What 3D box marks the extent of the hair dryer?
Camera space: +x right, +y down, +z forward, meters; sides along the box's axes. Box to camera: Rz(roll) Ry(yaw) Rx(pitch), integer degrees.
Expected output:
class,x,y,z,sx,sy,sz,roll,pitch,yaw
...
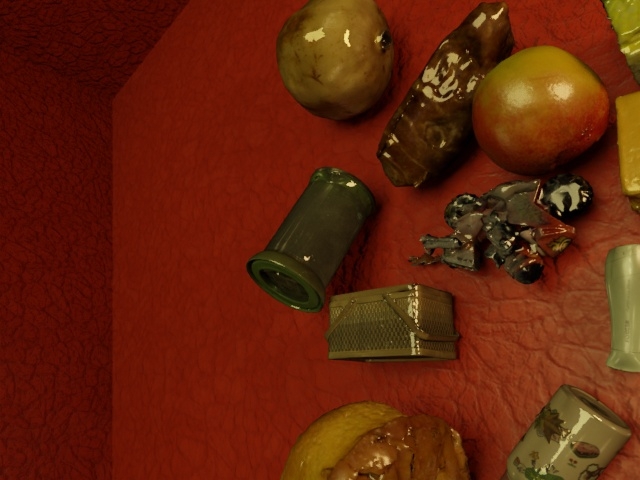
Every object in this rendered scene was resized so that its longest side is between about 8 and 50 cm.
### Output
class,x,y,z,sx,sy,sz,roll,pitch,yaw
hair dryer,0.573,0.108,0.760,0.237,0.075,0.206,-2,82,36

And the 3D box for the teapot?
class,x,y,z,sx,sy,sz,roll,pitch,yaw
teapot,0.000,0.000,1.212,0.201,0.270,0.336,17,59,26

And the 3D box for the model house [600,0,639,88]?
class,x,y,z,sx,sy,sz,roll,pitch,yaw
model house,0.593,-0.371,0.794,0.212,0.194,0.170,-22,59,39

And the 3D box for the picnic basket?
class,x,y,z,sx,sy,sz,roll,pitch,yaw
picnic basket,0.148,0.186,1.060,0.267,0.165,0.139,-15,67,41

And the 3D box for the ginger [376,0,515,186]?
class,x,y,z,sx,sy,sz,roll,pitch,yaw
ginger,0.280,-0.306,1.092,0.176,0.254,0.418,31,115,9

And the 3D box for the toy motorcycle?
class,x,y,z,sx,sy,sz,roll,pitch,yaw
toy motorcycle,0.321,-0.006,0.983,0.401,0.134,0.206,-8,65,41

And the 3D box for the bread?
class,x,y,z,sx,sy,sz,roll,pitch,yaw
bread,0.094,0.474,0.880,0.215,0.398,0.397,16,88,52

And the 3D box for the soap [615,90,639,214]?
class,x,y,z,sx,sy,sz,roll,pitch,yaw
soap,0.641,-0.164,0.747,0.325,0.096,0.204,-10,69,42

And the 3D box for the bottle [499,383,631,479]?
class,x,y,z,sx,sy,sz,roll,pitch,yaw
bottle,0.379,0.369,0.807,0.120,0.121,0.253,40,106,44

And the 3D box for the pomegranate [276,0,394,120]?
class,x,y,z,sx,sy,sz,roll,pitch,yaw
pomegranate,0.049,-0.489,1.309,0.333,0.333,0.332,-17,65,40

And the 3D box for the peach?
class,x,y,z,sx,sy,sz,roll,pitch,yaw
peach,0.400,-0.235,0.911,0.231,0.231,0.230,-17,65,40
